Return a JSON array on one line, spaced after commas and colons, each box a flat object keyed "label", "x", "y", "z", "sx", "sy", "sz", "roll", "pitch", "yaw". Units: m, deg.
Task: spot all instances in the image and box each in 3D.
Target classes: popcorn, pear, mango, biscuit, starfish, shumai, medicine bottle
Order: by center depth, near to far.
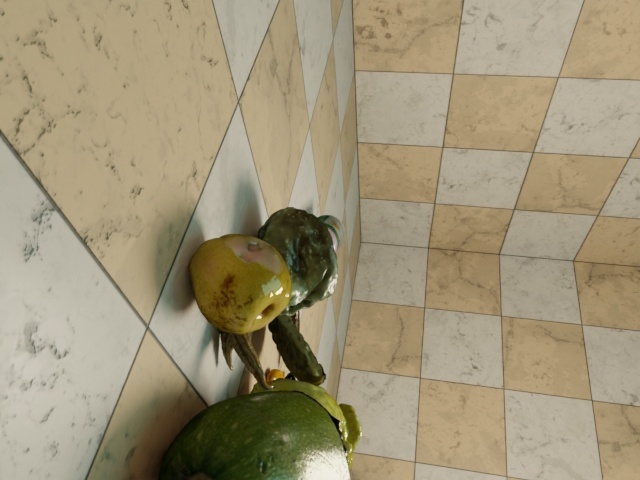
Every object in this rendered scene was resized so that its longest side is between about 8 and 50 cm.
[{"label": "pear", "x": -0.138, "y": 0.067, "z": 0.877, "sx": 0.178, "sy": 0.178, "sz": 0.178, "roll": 5, "pitch": 90, "yaw": -80}, {"label": "starfish", "x": -0.146, "y": 0.153, "z": 0.995, "sx": 0.050, "sy": 0.138, "sz": 0.248, "roll": -10, "pitch": 103, "yaw": -50}, {"label": "shumai", "x": -0.106, "y": 0.039, "z": 1.148, "sx": 0.261, "sy": 0.222, "sz": 0.225, "roll": 47, "pitch": -49, "yaw": 52}, {"label": "popcorn", "x": -0.069, "y": 0.458, "z": 1.174, "sx": 0.312, "sy": 0.312, "sz": 0.312, "roll": 5, "pitch": 90, "yaw": -80}, {"label": "biscuit", "x": -0.079, "y": 0.256, "z": 1.303, "sx": 0.273, "sy": 0.036, "sz": 0.187, "roll": 56, "pitch": -27, "yaw": 24}, {"label": "mango", "x": -0.127, "y": 0.388, "z": 1.447, "sx": 0.089, "sy": 0.046, "sz": 0.060, "roll": 52, "pitch": 45, "yaw": -70}, {"label": "medicine bottle", "x": 0.000, "y": 0.000, "z": 1.736, "sx": 0.274, "sy": 0.133, "sz": 0.133, "roll": -49, "pitch": 143, "yaw": -72}]

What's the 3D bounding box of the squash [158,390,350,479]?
[{"label": "squash", "x": -0.146, "y": 0.383, "z": 0.840, "sx": 0.309, "sy": 0.310, "sz": 0.310, "roll": 36, "pitch": 57, "yaw": -54}]

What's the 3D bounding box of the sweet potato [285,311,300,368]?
[{"label": "sweet potato", "x": -0.089, "y": 0.262, "z": 1.589, "sx": 0.057, "sy": 0.057, "sz": 0.265, "roll": 39, "pitch": 53, "yaw": -78}]

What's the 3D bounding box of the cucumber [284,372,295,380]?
[{"label": "cucumber", "x": -0.108, "y": 0.460, "z": 1.586, "sx": 0.181, "sy": 0.053, "sz": 0.053, "roll": -68, "pitch": 161, "yaw": -68}]
